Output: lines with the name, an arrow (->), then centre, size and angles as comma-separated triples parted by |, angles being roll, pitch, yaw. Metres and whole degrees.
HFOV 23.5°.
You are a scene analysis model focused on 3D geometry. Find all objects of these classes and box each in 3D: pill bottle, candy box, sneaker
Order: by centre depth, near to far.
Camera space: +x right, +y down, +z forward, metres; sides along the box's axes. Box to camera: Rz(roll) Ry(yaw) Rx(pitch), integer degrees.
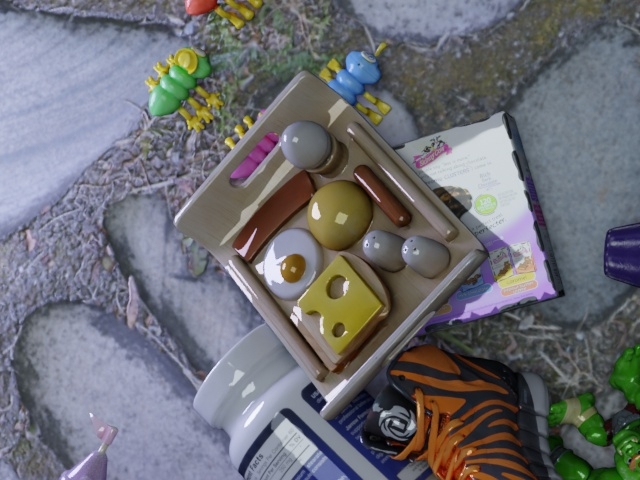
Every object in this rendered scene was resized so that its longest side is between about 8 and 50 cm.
sneaker -> 0.125, 0.218, 1.450 | 0.180, 0.321, 0.125 | 19, 118, -10
pill bottle -> 0.003, 0.216, 1.575 | 0.264, 0.153, 0.153 | 43, 100, 14
candy box -> 0.144, -0.015, 1.583 | 0.164, 0.070, 0.196 | -16, 84, 16

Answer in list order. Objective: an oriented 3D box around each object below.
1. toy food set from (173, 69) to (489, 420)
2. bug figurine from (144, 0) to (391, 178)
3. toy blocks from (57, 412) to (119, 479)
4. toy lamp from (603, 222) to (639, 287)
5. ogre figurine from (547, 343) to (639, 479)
toy food set -> 0.000, 0.000, 1.516 | 0.220, 0.092, 0.306 | -48, 52, 11
bug figurine -> -0.071, -0.183, 1.652 | 0.279, 0.072, 0.216 | 39, 99, 14
toy blocks -> -0.190, 0.362, 1.547 | 0.288, 0.309, 0.260 | 34, 103, 14
toy lamp -> 0.415, 0.022, 1.498 | 0.274, 0.080, 0.080 | 6, 90, 16
ogre figurine -> 0.306, 0.186, 1.521 | 0.197, 0.097, 0.118 | -33, 61, -2
